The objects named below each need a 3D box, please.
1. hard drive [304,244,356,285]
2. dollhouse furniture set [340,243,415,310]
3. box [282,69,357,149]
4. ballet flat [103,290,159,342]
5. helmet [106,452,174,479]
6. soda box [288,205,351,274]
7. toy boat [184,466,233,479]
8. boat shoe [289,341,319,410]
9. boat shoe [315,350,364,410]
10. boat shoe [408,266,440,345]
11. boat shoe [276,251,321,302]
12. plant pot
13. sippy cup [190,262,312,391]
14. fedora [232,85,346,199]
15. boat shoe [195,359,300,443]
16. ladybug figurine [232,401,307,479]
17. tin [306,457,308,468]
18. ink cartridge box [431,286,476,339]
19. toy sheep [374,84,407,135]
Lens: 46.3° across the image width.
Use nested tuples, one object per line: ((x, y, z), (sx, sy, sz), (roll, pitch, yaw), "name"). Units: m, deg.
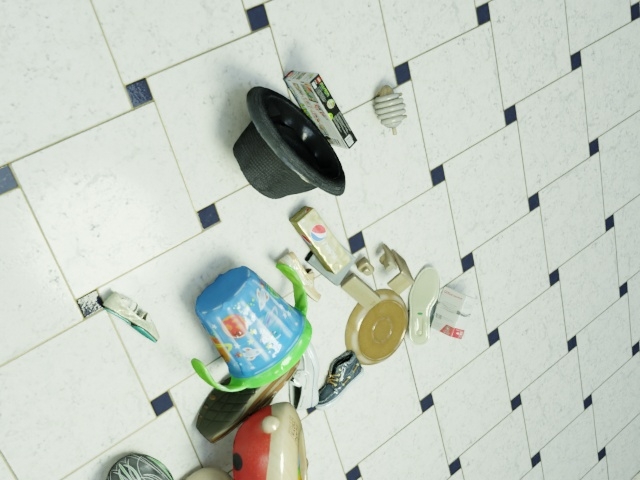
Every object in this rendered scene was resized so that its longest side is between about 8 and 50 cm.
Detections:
((0.027, 0.049, 2.002), (0.135, 0.022, 0.094), (41, 79, -38), "hard drive")
((0.151, 0.093, 2.100), (0.151, 0.123, 0.144), (-41, 117, 16), "dollhouse furniture set")
((0.000, -0.315, 1.807), (0.036, 0.114, 0.207), (-46, 127, -16), "box")
((-0.415, 0.172, 1.690), (0.168, 0.057, 0.052), (45, 67, -38), "ballet flat")
((-0.421, 0.588, 1.759), (0.169, 0.169, 0.162), (-39, 141, -21), "helmet")
((0.000, 0.000, 1.920), (0.061, 0.058, 0.181), (-42, 113, -15), "soda box")
((-0.308, 0.692, 1.902), (0.231, 0.151, 0.151), (-36, 153, -22), "toy boat")
((-0.051, 0.364, 2.004), (0.075, 0.083, 0.226), (-22, 117, -31), "boat shoe")
((0.042, 0.390, 2.101), (0.183, 0.065, 0.083), (-40, 122, -28), "boat shoe")
((0.308, 0.194, 2.240), (0.079, 0.083, 0.233), (-1, 100, -76), "boat shoe")
((-0.042, 0.094, 1.939), (0.059, 0.063, 0.170), (-46, 126, -9), "boat shoe")
((0.172, 0.256, 2.172), (0.236, 0.032, 0.237), (-12, 110, -33), "plant pot")
((-0.173, 0.191, 1.784), (0.240, 0.306, 0.224), (-25, 116, 22), "sippy cup")
((-0.091, -0.195, 1.728), (0.152, 0.334, 0.334), (-36, 131, 20), "fedora")
((-0.168, 0.387, 1.898), (0.324, 0.122, 0.120), (-45, 134, -8), "boat shoe")
((-0.124, 0.585, 1.869), (0.161, 0.305, 0.450), (-1, 126, 4), "ladybug figurine")
((-0.114, 0.631, 2.075), (0.189, 0.040, 0.106), (13, 92, -39), "tin")
((0.406, 0.221, 2.292), (0.056, 0.099, 0.135), (18, 94, -39), "ink cartridge box")
((0.185, -0.341, 1.957), (0.091, 0.091, 0.132), (-21, 97, -31), "toy sheep")
